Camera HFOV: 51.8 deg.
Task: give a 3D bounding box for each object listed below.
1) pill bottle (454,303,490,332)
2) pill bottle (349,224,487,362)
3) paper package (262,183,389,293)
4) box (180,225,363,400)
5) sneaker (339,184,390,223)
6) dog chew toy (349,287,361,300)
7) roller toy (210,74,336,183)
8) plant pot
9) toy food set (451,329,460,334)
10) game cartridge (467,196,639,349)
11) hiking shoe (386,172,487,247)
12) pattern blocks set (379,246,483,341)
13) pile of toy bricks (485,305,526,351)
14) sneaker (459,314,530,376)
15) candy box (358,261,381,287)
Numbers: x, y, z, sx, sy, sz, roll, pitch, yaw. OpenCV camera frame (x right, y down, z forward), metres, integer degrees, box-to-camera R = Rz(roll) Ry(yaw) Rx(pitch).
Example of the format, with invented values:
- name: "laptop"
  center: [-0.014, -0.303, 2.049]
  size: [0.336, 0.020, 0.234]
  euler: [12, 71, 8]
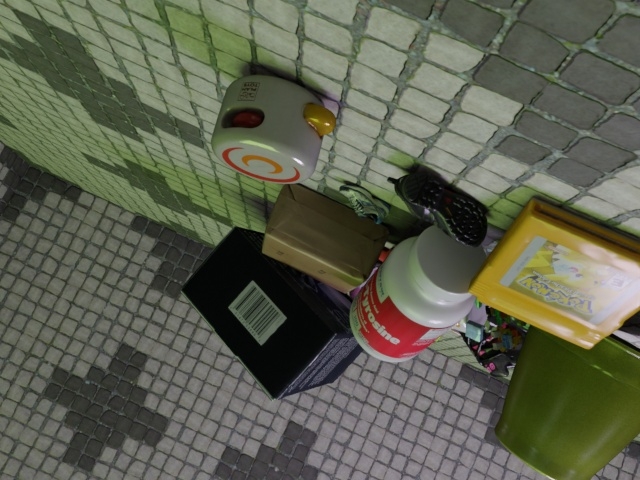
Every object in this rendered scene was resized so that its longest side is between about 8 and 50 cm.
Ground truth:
- name: "pill bottle"
  center: [0.338, 0.163, 1.904]
  size: [0.272, 0.152, 0.152]
  euler: [16, 165, 40]
- name: "pill bottle"
  center: [0.234, 0.131, 1.602]
  size: [0.229, 0.229, 0.408]
  euler: [25, 148, -3]
- name: "paper package"
  center: [0.000, 0.000, 1.839]
  size: [0.309, 0.168, 0.325]
  euler: [26, 169, -1]
- name: "box"
  center: [-0.115, 0.233, 2.174]
  size: [0.480, 0.297, 0.471]
  euler: [45, -170, 19]
- name: "sneaker"
  center: [0.099, -0.083, 1.534]
  size: [0.135, 0.058, 0.052]
  euler: [29, 168, -15]
- name: "dog chew toy"
  center: [0.243, 0.212, 2.240]
  size: [0.331, 0.207, 0.206]
  euler: [31, 170, 12]
- name: "roller toy"
  center: [-0.088, -0.201, 1.178]
  size: [0.191, 0.146, 0.209]
  euler: [19, 165, -16]
- name: "plant pot"
  center: [0.601, 0.374, 1.567]
  size: [0.366, 0.353, 0.366]
  euler: [28, -173, -4]
- name: "toy food set"
  center: [0.518, 0.306, 2.316]
  size: [0.219, 0.092, 0.306]
  euler: [25, 168, -1]
- name: "game cartridge"
  center: [0.463, 0.078, 1.256]
  size: [0.285, 0.053, 0.324]
  euler: [24, 146, 5]
- name: "hiking shoe"
  center: [0.237, -0.068, 1.312]
  size: [0.227, 0.086, 0.114]
  euler: [36, 178, -25]
- name: "pattern blocks set"
  center: [0.297, 0.152, 1.798]
  size: [0.324, 0.026, 0.286]
  euler: [10, 121, 42]
- name: "pile of toy bricks"
  center: [0.487, 0.170, 1.654]
  size: [0.105, 0.212, 0.118]
  euler: [-10, 180, -18]
- name: "sneaker"
  center: [0.526, 0.301, 2.005]
  size: [0.482, 0.202, 0.185]
  euler: [23, 168, 10]
- name: "candy box"
  center: [0.105, 0.091, 2.111]
  size: [0.164, 0.070, 0.196]
  euler: [18, -172, 27]
